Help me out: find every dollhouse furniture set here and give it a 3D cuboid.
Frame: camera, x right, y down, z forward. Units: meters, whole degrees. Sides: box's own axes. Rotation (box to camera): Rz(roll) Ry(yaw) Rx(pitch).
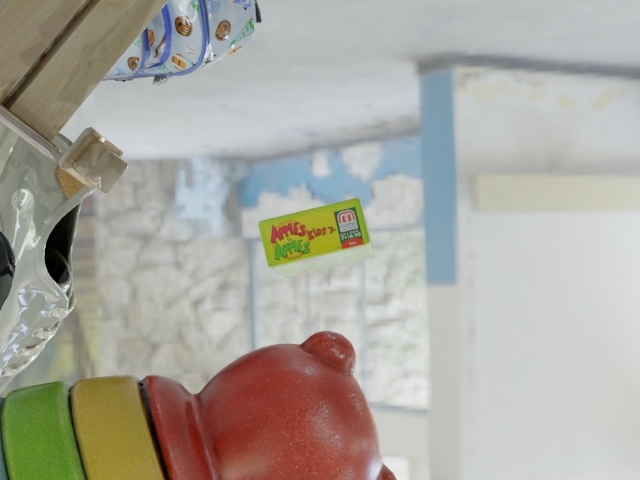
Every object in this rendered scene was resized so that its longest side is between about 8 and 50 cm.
[{"bbox_3d":[-0.228,-0.264,1.176,0.174,0.303,0.355,39,177,38],"label":"dollhouse furniture set"}]

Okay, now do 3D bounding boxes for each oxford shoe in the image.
[{"bbox_3d":[-0.333,0.078,1.481,0.130,0.449,0.169,20,-152,-4],"label":"oxford shoe"}]

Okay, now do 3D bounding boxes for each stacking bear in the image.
[{"bbox_3d":[-0.106,0.141,0.753,0.289,0.175,0.164,-19,176,-5],"label":"stacking bear"}]

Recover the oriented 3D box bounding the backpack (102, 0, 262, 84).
[{"bbox_3d":[-0.214,-0.329,1.824,0.263,0.276,0.213,-1,-151,41],"label":"backpack"}]

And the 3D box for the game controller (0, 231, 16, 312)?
[{"bbox_3d":[-0.393,0.019,1.030,0.319,0.166,0.067,17,155,4],"label":"game controller"}]

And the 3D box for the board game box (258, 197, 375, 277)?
[{"bbox_3d":[0.000,0.000,1.306,0.092,0.043,0.181,-13,175,3],"label":"board game box"}]
